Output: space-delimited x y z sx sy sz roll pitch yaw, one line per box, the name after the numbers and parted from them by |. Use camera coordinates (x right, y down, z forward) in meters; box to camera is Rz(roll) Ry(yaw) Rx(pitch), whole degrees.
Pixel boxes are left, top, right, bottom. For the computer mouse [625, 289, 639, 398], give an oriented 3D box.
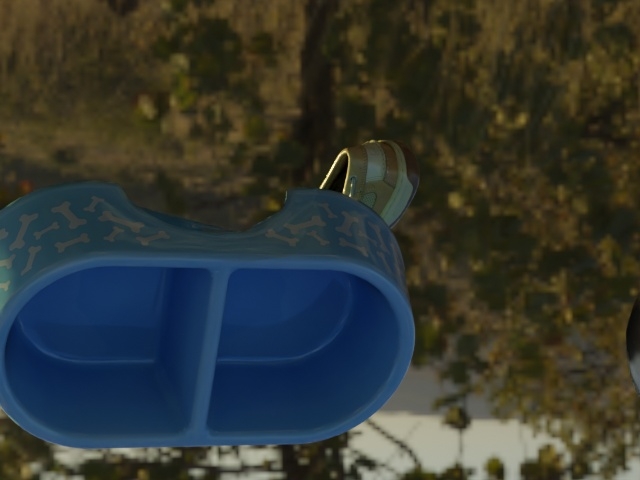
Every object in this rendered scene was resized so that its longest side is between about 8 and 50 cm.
0.240 0.020 0.525 0.272 0.188 0.072 -21 -165 19 | computer mouse

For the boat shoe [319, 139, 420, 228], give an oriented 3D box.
0.000 0.000 1.093 0.072 0.190 0.068 1 -141 -35 | boat shoe

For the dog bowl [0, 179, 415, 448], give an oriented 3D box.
-0.077 0.054 0.924 0.297 0.166 0.074 2 -153 -18 | dog bowl
